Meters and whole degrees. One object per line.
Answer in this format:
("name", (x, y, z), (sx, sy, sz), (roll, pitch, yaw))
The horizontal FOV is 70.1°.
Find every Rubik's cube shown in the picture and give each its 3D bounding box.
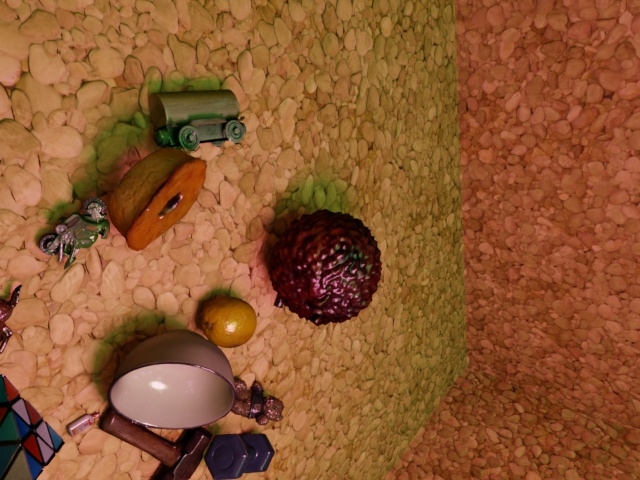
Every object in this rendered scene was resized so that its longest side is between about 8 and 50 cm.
("Rubik's cube", (-0.731, 0.514, 1.042), (0.250, 0.234, 0.285), (-36, 127, -36))

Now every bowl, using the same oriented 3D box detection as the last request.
("bowl", (-0.423, 0.389, 1.347), (0.185, 0.353, 0.354), (-99, 165, -49))

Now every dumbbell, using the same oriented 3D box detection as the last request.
("dumbbell", (-0.283, 0.772, 1.644), (0.143, 0.156, 0.316), (-36, 154, -2))

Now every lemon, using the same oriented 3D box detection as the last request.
("lemon", (-0.302, 0.272, 1.523), (0.207, 0.169, 0.170), (17, 88, -58))

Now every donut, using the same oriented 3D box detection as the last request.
("donut", (-0.433, -0.119, 1.207), (0.303, 0.110, 0.303), (-54, 177, -3))

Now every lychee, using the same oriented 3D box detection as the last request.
("lychee", (0.015, 0.106, 1.640), (0.500, 0.423, 0.425), (-68, 149, -55))

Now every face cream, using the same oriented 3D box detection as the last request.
("face cream", (-0.665, 0.513, 1.280), (0.083, 0.021, 0.040), (-30, 123, -41))

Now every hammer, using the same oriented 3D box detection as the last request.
("hammer", (-0.528, 0.642, 1.428), (0.243, 0.095, 0.409), (-54, 133, -23))

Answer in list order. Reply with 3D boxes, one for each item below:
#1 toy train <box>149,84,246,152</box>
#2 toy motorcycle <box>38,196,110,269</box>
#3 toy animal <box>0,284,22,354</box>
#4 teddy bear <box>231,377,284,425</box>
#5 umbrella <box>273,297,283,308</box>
("toy train", (-0.342, -0.350, 1.318), (0.307, 0.126, 0.190), (-21, 116, -44))
("toy motorcycle", (-0.598, -0.020, 1.137), (0.190, 0.074, 0.106), (-42, 120, -6))
("toy animal", (-0.798, 0.150, 0.993), (0.243, 0.087, 0.260), (-2, 101, -63))
("teddy bear", (-0.254, 0.609, 1.707), (0.251, 0.129, 0.182), (31, 35, -29))
("umbrella", (-0.146, 0.200, 1.780), (0.036, 0.031, 0.133), (29, 78, -58))
